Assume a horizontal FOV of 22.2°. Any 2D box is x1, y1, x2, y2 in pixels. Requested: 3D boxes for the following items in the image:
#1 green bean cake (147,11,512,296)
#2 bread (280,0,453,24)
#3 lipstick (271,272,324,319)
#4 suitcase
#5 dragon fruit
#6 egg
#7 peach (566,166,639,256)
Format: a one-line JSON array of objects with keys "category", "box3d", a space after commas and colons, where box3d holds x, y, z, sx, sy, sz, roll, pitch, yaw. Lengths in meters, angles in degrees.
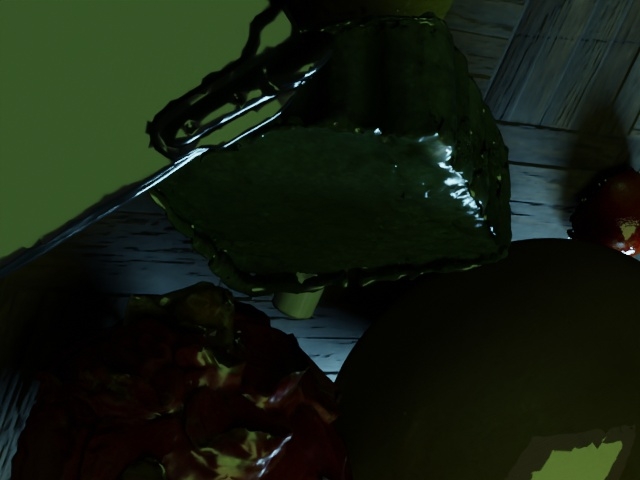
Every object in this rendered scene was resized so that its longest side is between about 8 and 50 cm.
[{"category": "green bean cake", "box3d": [0.005, -0.063, 1.202, 0.241, 0.132, 0.255, -6, 156, 20]}, {"category": "bread", "box3d": [0.038, -0.233, 1.207, 0.138, 0.102, 0.196, -5, 131, -30]}, {"category": "lipstick", "box3d": [0.000, 0.000, 1.408, 0.040, 0.040, 0.141, 4, 119, -38]}, {"category": "suitcase", "box3d": [-0.211, -0.165, 0.970, 0.339, 0.188, 0.345, -33, 117, -7]}, {"category": "dragon fruit", "box3d": [-0.109, 0.190, 1.317, 0.277, 0.277, 0.342, -20, 128, -22]}, {"category": "egg", "box3d": [0.171, 0.160, 1.469, 0.374, 0.301, 0.301, -26, 136, 0]}, {"category": "peach", "box3d": [0.292, -0.017, 1.591, 0.098, 0.061, 0.098, -26, 140, -24]}]
